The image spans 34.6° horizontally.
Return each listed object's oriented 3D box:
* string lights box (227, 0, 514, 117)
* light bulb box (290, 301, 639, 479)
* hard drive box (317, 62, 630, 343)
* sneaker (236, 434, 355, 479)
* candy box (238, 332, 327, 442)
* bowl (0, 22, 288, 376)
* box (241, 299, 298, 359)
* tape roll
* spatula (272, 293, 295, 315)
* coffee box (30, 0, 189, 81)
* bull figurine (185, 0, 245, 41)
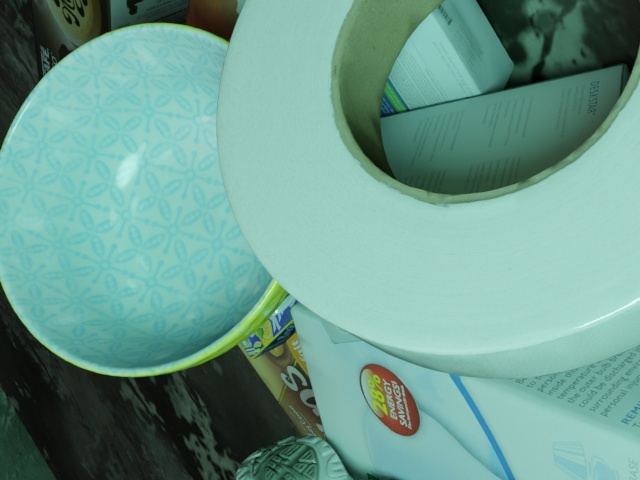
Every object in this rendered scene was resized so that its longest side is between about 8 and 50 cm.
[{"bbox_3d":[0.017,-0.142,0.892,0.260,0.076,0.133,-16,120,39],"label":"string lights box"},{"bbox_3d":[0.199,0.195,0.869,0.361,0.225,0.358,16,127,46],"label":"light bulb box"},{"bbox_3d":[0.116,-0.026,0.760,0.232,0.181,0.089,-9,126,27],"label":"hard drive box"},{"bbox_3d":[0.013,0.250,0.878,0.232,0.090,0.115,20,134,47],"label":"sneaker"},{"bbox_3d":[0.006,0.137,1.209,0.316,0.087,0.183,53,146,11],"label":"candy box"},{"bbox_3d":[-0.119,-0.024,0.884,0.289,0.156,0.289,-4,80,22],"label":"bowl"},{"bbox_3d":[-0.037,0.064,1.094,0.059,0.054,0.169,56,142,9],"label":"box"},{"bbox_3d":[0.113,-0.108,0.652,0.392,0.392,0.072,34,179,34],"label":"tape roll"},{"bbox_3d":[0.000,0.000,0.973,0.168,0.242,0.019,-6,121,54],"label":"spatula"},{"bbox_3d":[-0.250,-0.256,1.221,0.168,0.119,0.297,39,142,27],"label":"coffee box"},{"bbox_3d":[-0.066,-0.227,1.015,0.188,0.101,0.310,32,145,25],"label":"bull figurine"}]
